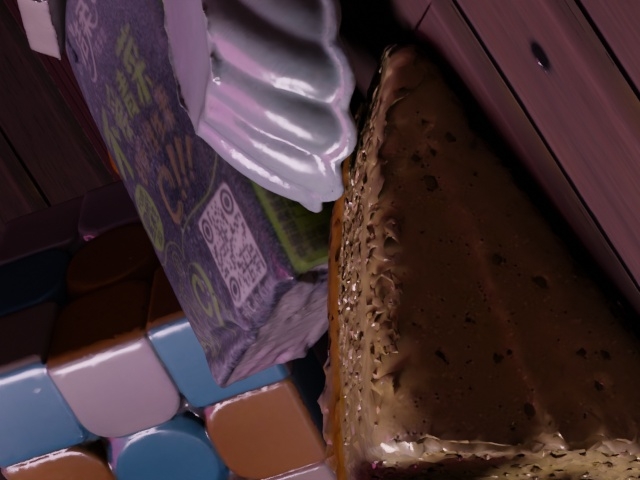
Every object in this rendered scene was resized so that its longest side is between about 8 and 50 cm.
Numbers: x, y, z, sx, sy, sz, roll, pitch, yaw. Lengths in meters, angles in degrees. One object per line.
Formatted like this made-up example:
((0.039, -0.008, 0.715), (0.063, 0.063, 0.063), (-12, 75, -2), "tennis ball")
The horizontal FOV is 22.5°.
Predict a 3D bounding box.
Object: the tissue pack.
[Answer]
((-0.101, -0.096, 1.453), (0.394, 0.124, 0.288), (63, 155, 16), "tissue pack")

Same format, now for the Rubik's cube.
((-0.160, 0.145, 1.803), (0.347, 0.344, 0.346), (-88, -22, -56), "Rubik's cube")

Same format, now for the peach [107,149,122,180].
((-0.230, -0.117, 2.258), (0.138, 0.138, 0.138), (56, 169, 16), "peach")

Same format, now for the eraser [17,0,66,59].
((-0.237, -0.307, 1.569), (0.038, 0.230, 0.157), (17, 166, 0), "eraser")

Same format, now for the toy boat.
((-0.056, -0.159, 1.216), (0.199, 0.100, 0.290), (120, 140, -59), "toy boat")

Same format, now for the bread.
((0.136, 0.038, 1.157), (0.248, 0.279, 0.315), (95, -175, -72), "bread")
